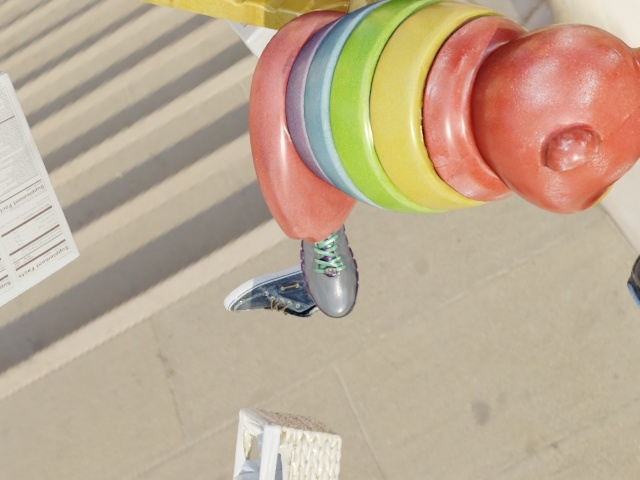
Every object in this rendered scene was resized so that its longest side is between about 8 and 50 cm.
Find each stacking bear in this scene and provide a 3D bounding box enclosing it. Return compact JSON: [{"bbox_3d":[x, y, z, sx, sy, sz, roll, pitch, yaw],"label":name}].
[{"bbox_3d":[0.092,-0.085,0.671,0.175,0.164,0.289,-40,29,-26],"label":"stacking bear"}]

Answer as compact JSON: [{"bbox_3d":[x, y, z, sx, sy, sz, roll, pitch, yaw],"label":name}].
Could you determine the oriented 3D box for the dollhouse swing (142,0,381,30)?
[{"bbox_3d":[-0.061,-0.440,1.024,0.346,0.305,0.315,15,43,12],"label":"dollhouse swing"}]

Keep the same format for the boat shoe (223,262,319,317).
[{"bbox_3d":[-0.069,0.100,1.689,0.183,0.065,0.083,-21,65,-17],"label":"boat shoe"}]

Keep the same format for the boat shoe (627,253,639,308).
[{"bbox_3d":[0.407,0.116,1.030,0.109,0.089,0.258,3,50,-20],"label":"boat shoe"}]

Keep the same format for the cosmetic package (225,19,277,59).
[{"bbox_3d":[-0.036,-0.273,1.528,0.085,0.231,0.117,-42,38,5],"label":"cosmetic package"}]

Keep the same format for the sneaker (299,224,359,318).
[{"bbox_3d":[0.000,0.000,1.403,0.083,0.098,0.224,-11,82,9],"label":"sneaker"}]

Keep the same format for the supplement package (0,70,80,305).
[{"bbox_3d":[-0.473,-0.061,1.232,0.199,0.263,0.198,16,42,42],"label":"supplement package"}]

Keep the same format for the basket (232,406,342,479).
[{"bbox_3d":[-0.044,0.279,1.257,0.103,0.167,0.113,7,87,-15],"label":"basket"}]
